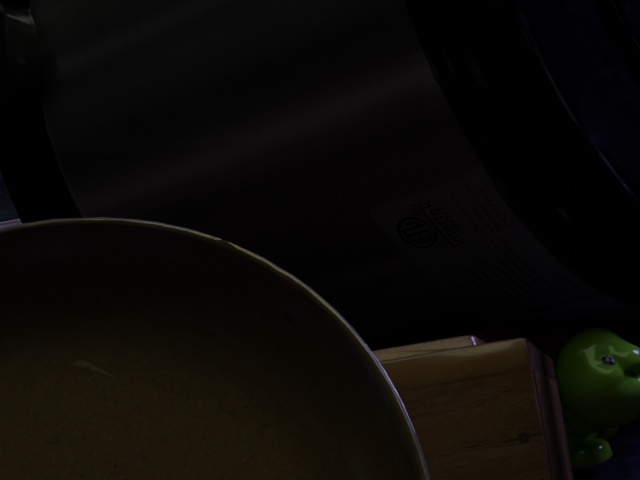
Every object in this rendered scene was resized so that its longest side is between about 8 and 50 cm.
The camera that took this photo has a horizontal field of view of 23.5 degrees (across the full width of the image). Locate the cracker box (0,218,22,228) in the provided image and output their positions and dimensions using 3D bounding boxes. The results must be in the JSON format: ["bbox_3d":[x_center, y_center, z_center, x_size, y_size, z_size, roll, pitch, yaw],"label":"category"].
[{"bbox_3d":[-0.203,0.026,1.226,0.232,0.067,0.156,-9,-13,11],"label":"cracker box"}]

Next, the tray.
[{"bbox_3d":[-0.117,0.103,0.565,0.411,0.076,0.203,-9,-8,10],"label":"tray"}]

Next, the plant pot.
[{"bbox_3d":[-0.082,0.100,0.409,0.236,0.236,0.032,-10,-35,9],"label":"plant pot"}]

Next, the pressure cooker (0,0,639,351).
[{"bbox_3d":[0.018,-0.104,0.856,0.420,0.369,0.375,-19,2,40],"label":"pressure cooker"}]

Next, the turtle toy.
[{"bbox_3d":[0.093,0.072,0.692,0.130,0.066,0.095,-4,11,41],"label":"turtle toy"}]
